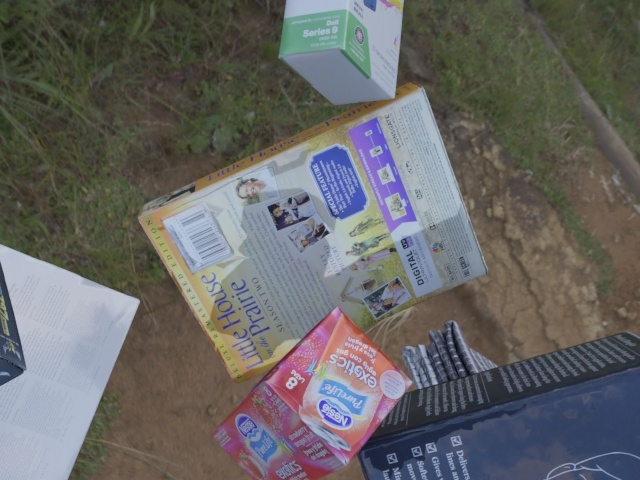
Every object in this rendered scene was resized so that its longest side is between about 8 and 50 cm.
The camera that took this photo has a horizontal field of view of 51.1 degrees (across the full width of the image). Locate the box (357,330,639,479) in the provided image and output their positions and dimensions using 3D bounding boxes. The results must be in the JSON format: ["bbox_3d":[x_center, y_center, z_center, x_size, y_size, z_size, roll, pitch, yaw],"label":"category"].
[{"bbox_3d":[0.282,0.323,0.874,0.395,0.212,0.294,-18,88,10],"label":"box"}]

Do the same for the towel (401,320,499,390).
[{"bbox_3d":[0.296,0.298,1.209,0.235,0.121,0.284,34,20,-29],"label":"towel"}]

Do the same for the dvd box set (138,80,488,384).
[{"bbox_3d":[0.000,0.000,0.965,0.420,0.062,0.308,-25,114,2],"label":"dvd box set"}]

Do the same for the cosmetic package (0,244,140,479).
[{"bbox_3d":[-0.489,0.212,1.048,0.284,0.097,0.377,27,53,-17],"label":"cosmetic package"}]

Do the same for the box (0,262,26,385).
[{"bbox_3d":[-0.493,0.132,0.817,0.232,0.059,0.183,-29,58,-3],"label":"box"}]

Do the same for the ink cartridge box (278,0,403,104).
[{"bbox_3d":[0.034,-0.298,0.831,0.093,0.154,0.213,-1,78,28],"label":"ink cartridge box"}]

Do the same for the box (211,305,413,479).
[{"bbox_3d":[-0.021,0.201,0.792,0.122,0.257,0.128,44,56,5],"label":"box"}]
